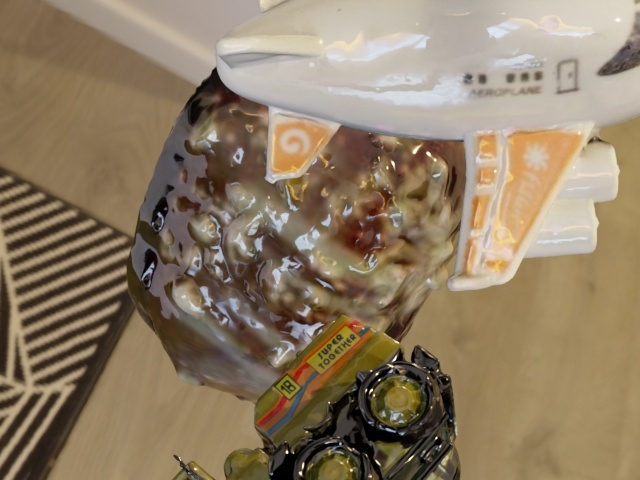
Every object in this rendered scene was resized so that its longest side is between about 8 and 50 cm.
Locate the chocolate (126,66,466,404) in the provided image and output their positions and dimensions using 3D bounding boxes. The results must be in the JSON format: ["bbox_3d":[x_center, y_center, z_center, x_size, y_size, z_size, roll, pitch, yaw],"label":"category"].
[{"bbox_3d":[0.000,0.000,0.991,0.210,0.340,0.225,38,25,28],"label":"chocolate"}]

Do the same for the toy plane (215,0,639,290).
[{"bbox_3d":[0.070,-0.098,0.585,0.245,0.244,0.117,40,3,3],"label":"toy plane"}]

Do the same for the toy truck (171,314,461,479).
[{"bbox_3d":[-0.031,0.165,0.703,0.127,0.127,0.257,31,68,26],"label":"toy truck"}]
